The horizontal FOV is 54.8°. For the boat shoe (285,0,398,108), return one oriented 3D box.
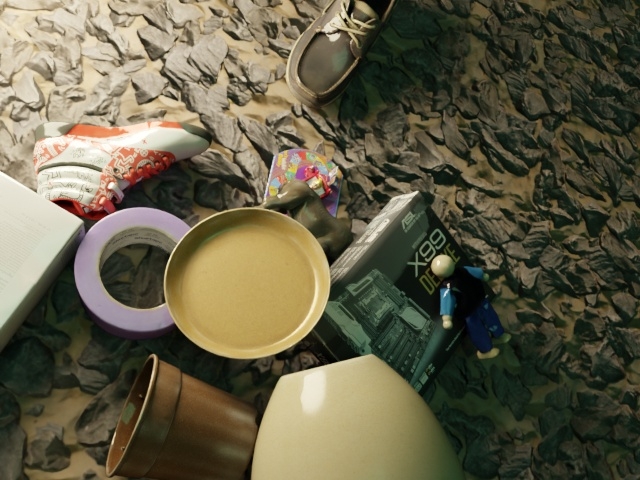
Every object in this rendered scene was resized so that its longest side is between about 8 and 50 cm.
[{"bbox_3d":[0.048,-0.405,1.166,0.132,0.130,0.355,31,65,-7],"label":"boat shoe"}]

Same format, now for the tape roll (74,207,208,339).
[{"bbox_3d":[-0.269,0.051,0.932,0.189,0.080,0.188,6,70,-16],"label":"tape roll"}]

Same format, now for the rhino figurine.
[{"bbox_3d":[0.000,0.000,1.038,0.243,0.073,0.106,47,70,-15],"label":"rhino figurine"}]

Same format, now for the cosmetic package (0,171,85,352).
[{"bbox_3d":[-0.568,0.001,0.839,0.377,0.097,0.284,32,63,-6],"label":"cosmetic package"}]

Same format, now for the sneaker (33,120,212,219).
[{"bbox_3d":[-0.304,-0.106,0.970,0.270,0.090,0.144,-2,74,-16],"label":"sneaker"}]

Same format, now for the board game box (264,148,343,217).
[{"bbox_3d":[-0.025,-0.092,1.089,0.133,0.033,0.168,17,67,-13],"label":"board game box"}]

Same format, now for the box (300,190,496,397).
[{"bbox_3d":[0.124,0.108,1.015,0.307,0.076,0.242,-46,107,-26],"label":"box"}]

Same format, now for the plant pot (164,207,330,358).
[{"bbox_3d":[-0.104,0.061,0.894,0.236,0.032,0.236,2,63,-3],"label":"plant pot"}]

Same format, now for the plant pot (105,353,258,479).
[{"bbox_3d":[-0.185,0.263,0.854,0.165,0.167,0.166,24,66,-19],"label":"plant pot"}]

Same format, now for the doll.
[{"bbox_3d":[0.239,0.104,1.010,0.129,0.046,0.189,-40,105,-28],"label":"doll"}]

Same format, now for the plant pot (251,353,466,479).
[{"bbox_3d":[0.031,0.260,0.825,0.284,0.284,0.190,-9,77,-21],"label":"plant pot"}]
